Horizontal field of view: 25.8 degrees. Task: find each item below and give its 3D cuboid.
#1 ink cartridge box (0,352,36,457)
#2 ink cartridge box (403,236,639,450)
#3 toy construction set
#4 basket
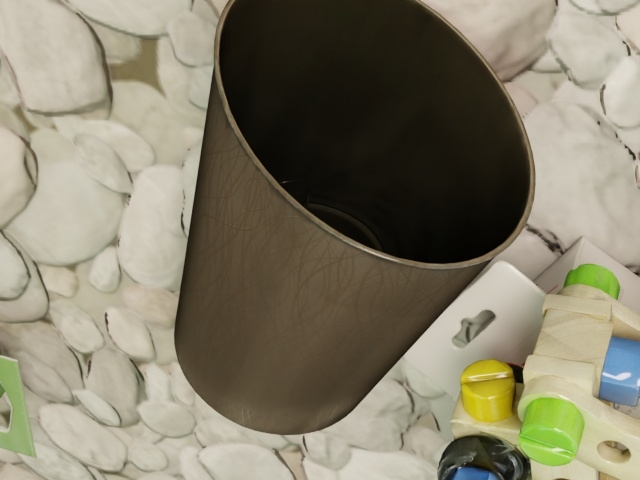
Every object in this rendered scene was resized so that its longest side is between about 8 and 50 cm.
[{"bbox_3d":[-0.298,0.081,1.053,0.209,0.062,0.109,14,131,15],"label":"ink cartridge box"},{"bbox_3d":[0.161,0.079,0.825,0.198,0.067,0.115,36,133,-7],"label":"ink cartridge box"},{"bbox_3d":[0.174,0.151,0.744,0.215,0.151,0.327,5,117,19],"label":"toy construction set"},{"bbox_3d":[0.000,0.000,0.779,0.204,0.154,0.227,61,150,29],"label":"basket"}]
